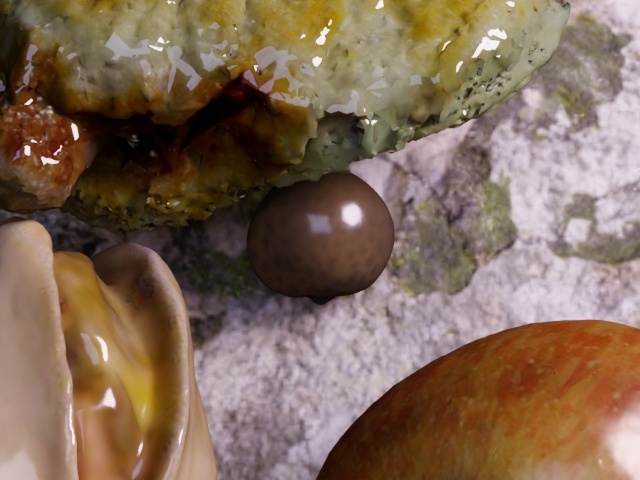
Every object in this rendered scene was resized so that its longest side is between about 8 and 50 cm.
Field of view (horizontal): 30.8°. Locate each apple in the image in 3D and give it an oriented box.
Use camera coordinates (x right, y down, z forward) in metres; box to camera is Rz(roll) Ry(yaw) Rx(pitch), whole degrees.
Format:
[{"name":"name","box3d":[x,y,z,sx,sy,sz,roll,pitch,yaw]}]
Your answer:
[{"name":"apple","box3d":[0.129,0.189,0.707,0.277,0.250,0.309,34,85,14]}]

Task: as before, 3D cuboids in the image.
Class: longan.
[{"name":"longan","box3d":[0.000,0.000,0.856,0.113,0.092,0.113,-2,118,-3]}]

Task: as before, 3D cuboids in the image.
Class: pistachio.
[{"name":"pistachio","box3d":[-0.181,0.144,0.780,0.238,0.229,0.321,-18,63,44]}]

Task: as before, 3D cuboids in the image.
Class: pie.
[{"name":"pie","box3d":[-0.053,-0.191,0.864,0.418,0.180,0.395,-14,57,-1]}]
